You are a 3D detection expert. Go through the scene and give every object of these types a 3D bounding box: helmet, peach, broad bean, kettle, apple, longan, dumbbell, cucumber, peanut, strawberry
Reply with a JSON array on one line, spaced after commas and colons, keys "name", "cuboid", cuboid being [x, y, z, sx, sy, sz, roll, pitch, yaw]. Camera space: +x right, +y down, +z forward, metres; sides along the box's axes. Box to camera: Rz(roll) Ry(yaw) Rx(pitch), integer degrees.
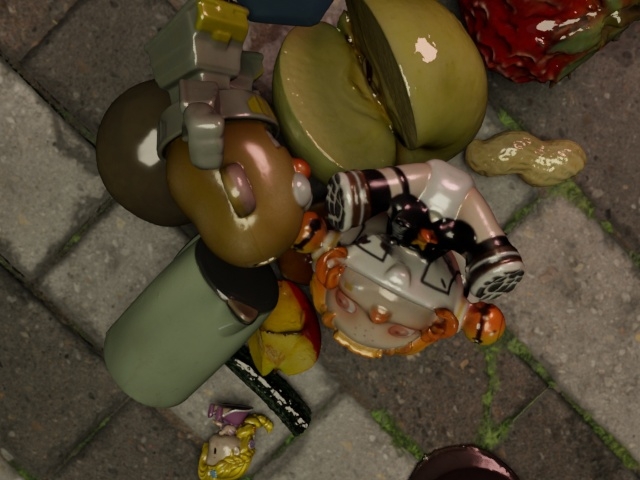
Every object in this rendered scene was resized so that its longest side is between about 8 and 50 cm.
[{"name": "helmet", "cuboid": [0.266, 0.508, 1.018, 0.225, 0.177, 0.305, -31, 98, 5]}, {"name": "peach", "cuboid": [-0.063, 0.140, 0.994, 0.151, 0.118, 0.151, 11, 127, 14]}, {"name": "broad bean", "cuboid": [0.000, 0.000, 0.990, 0.114, 0.084, 0.165, 31, 100, 2]}, {"name": "kettle", "cuboid": [-0.190, 0.090, 0.929, 0.165, 0.240, 0.255, 24, 125, -33]}, {"name": "apple", "cuboid": [0.077, -0.206, 0.862, 0.292, 0.292, 0.254, -23, 73, 2]}, {"name": "longan", "cuboid": [-0.229, -0.125, 0.916, 0.196, 0.196, 0.220, -1, 108, -1]}, {"name": "dumbbell", "cuboid": [-0.038, -0.398, 0.817, 0.143, 0.316, 0.156, 29, 124, -19]}, {"name": "cucumber", "cuboid": [-0.097, 0.236, 1.037, 0.215, 0.052, 0.058, 46, 123, -4]}, {"name": "peanut", "cuboid": [0.323, -0.130, 0.983, 0.187, 0.082, 0.082, 10, 97, -2]}, {"name": "strawberry", "cuboid": [0.307, -0.416, 0.859, 0.317, 0.295, 0.345, -43, 77, 39]}]

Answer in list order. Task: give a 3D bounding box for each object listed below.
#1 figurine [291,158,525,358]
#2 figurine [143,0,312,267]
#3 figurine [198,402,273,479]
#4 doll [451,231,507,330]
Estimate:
[{"name": "figurine", "cuboid": [0.103, 0.040, 0.858, 0.320, 0.323, 0.196, 29, 52, 0]}, {"name": "figurine", "cuboid": [-0.107, -0.107, 0.744, 0.167, 0.342, 0.285, -18, 77, 21]}, {"name": "figurine", "cuboid": [-0.139, 0.354, 1.034, 0.114, 0.095, 0.156, 13, 79, -23]}, {"name": "doll", "cuboid": [0.213, 0.056, 0.990, 0.110, 0.107, 0.181, 15, 100, -2]}]
